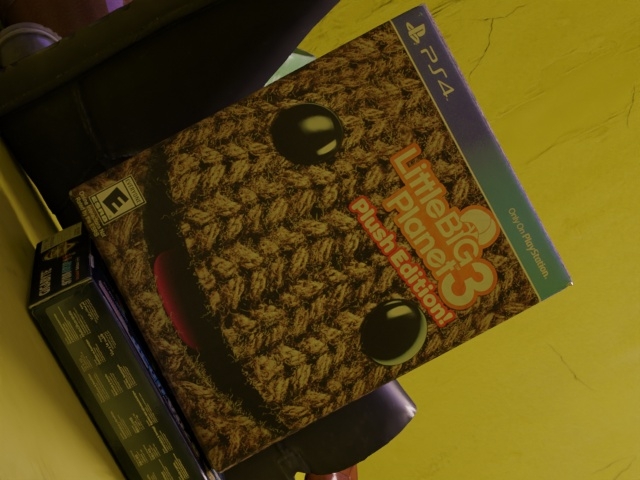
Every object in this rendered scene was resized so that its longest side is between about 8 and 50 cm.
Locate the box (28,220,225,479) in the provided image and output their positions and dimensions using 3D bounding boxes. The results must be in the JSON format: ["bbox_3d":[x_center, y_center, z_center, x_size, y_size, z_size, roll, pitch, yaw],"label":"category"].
[{"bbox_3d":[-0.139,0.105,1.195,0.220,0.051,0.175,63,0,-17],"label":"box"}]

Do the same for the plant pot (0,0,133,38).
[{"bbox_3d":[-0.258,-0.217,1.744,0.167,0.167,0.165,64,6,-74],"label":"plant pot"}]

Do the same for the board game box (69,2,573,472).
[{"bbox_3d":[0.000,0.000,1.211,0.232,0.291,0.141,61,-1,1],"label":"board game box"}]

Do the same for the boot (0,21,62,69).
[{"bbox_3d":[-0.237,-0.083,1.530,0.190,0.076,0.208,60,8,-45],"label":"boot"}]

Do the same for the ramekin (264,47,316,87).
[{"bbox_3d":[-0.171,-0.234,2.278,0.303,0.303,0.148,-90,-163,-81],"label":"ramekin"}]

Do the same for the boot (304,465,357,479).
[{"bbox_3d":[0.015,0.255,2.033,0.264,0.096,0.280,14,77,-76],"label":"boot"}]

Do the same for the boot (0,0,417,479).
[{"bbox_3d":[-0.038,-0.013,1.383,0.445,0.367,0.146,63,19,-10],"label":"boot"}]
